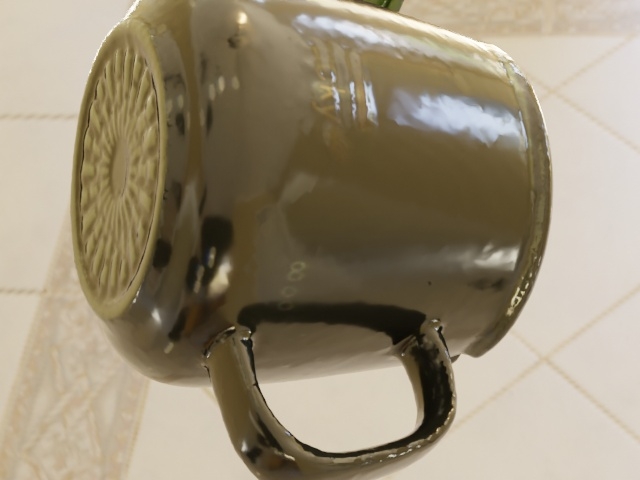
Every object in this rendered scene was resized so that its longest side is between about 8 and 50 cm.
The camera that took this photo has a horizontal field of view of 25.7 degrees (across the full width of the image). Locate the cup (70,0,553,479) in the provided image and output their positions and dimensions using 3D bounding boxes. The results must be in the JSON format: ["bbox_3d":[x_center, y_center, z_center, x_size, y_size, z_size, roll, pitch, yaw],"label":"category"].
[{"bbox_3d":[0.000,0.000,0.576,0.176,0.169,0.223,5,53,-29],"label":"cup"}]

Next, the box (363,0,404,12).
[{"bbox_3d":[0.002,-0.384,1.341,0.178,0.328,0.253,16,8,-28],"label":"box"}]
